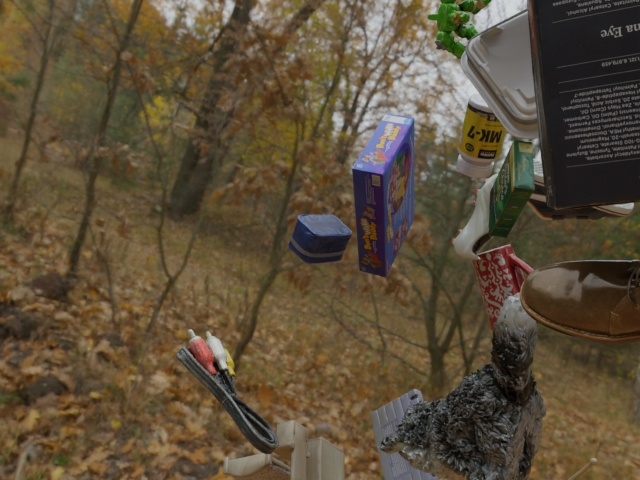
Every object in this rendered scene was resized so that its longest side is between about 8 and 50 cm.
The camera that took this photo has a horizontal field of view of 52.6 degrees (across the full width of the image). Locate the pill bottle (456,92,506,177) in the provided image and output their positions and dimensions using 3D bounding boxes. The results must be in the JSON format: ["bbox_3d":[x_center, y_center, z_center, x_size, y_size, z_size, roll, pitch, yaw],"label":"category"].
[{"bbox_3d":[0.444,-0.286,1.777,0.119,0.208,0.119,5,32,-3],"label":"pill bottle"}]

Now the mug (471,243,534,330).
[{"bbox_3d":[0.418,0.095,1.417,0.150,0.169,0.113,-21,-6,24],"label":"mug"}]

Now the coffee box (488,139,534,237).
[{"bbox_3d":[0.368,-0.097,1.259,0.040,0.113,0.184,8,-27,3],"label":"coffee box"}]

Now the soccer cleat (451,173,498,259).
[{"bbox_3d":[0.355,-0.048,1.388,0.076,0.196,0.068,29,1,44],"label":"soccer cleat"}]

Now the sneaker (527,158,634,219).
[{"bbox_3d":[0.684,-0.117,1.791,0.321,0.127,0.126,24,38,15],"label":"sneaker"}]

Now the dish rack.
[{"bbox_3d":[0.458,-0.363,1.231,0.285,0.333,0.072,67,6,33],"label":"dish rack"}]

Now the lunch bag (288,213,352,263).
[{"bbox_3d":[0.000,0.000,1.063,0.098,0.065,0.067,-2,36,-40],"label":"lunch bag"}]

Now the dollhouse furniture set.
[{"bbox_3d":[-0.130,0.587,1.514,0.355,0.174,0.303,-21,-45,25],"label":"dollhouse furniture set"}]

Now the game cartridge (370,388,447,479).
[{"bbox_3d":[0.311,0.746,2.343,0.068,0.230,0.355,28,36,-36],"label":"game cartridge"}]

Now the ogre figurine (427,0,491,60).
[{"bbox_3d":[0.313,-0.501,1.467,0.118,0.197,0.097,-10,41,-29],"label":"ogre figurine"}]

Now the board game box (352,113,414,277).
[{"bbox_3d":[0.167,-0.110,1.650,0.078,0.233,0.347,14,-42,20],"label":"board game box"}]

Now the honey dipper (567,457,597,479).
[{"bbox_3d":[0.632,0.597,1.625,0.030,0.160,0.030,34,20,-14],"label":"honey dipper"}]

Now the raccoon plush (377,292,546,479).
[{"bbox_3d":[0.285,0.297,1.316,0.299,0.446,0.216,11,8,37],"label":"raccoon plush"}]

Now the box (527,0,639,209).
[{"bbox_3d":[0.359,-0.201,0.803,0.179,0.312,0.343,-7,1,19],"label":"box"}]

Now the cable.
[{"bbox_3d":[-0.174,0.272,1.221,0.287,0.072,0.139,41,1,38],"label":"cable"}]

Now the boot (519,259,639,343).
[{"bbox_3d":[0.361,0.051,0.712,0.305,0.112,0.115,4,-29,39],"label":"boot"}]
